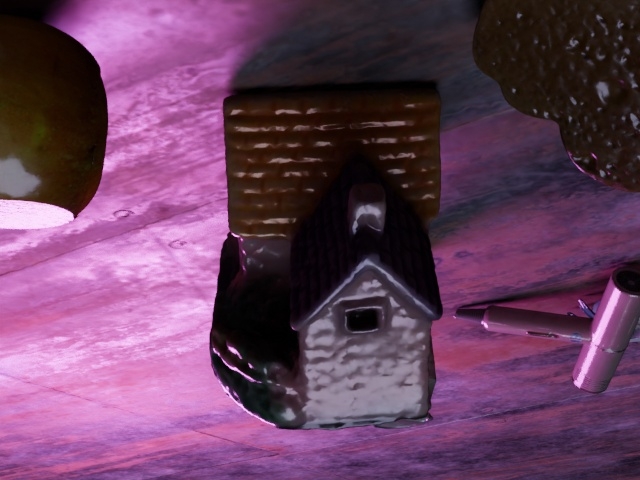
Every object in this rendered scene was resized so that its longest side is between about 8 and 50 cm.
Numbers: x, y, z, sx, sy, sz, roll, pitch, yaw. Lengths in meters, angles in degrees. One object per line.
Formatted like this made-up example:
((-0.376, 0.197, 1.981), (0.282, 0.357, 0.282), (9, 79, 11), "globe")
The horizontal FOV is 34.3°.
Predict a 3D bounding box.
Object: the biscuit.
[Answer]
((0.261, -0.110, 0.713), (0.320, 0.047, 0.183), (8, 134, 31), "biscuit")

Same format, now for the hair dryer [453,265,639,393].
((0.289, 0.090, 1.328), (0.220, 0.053, 0.195), (18, 135, 10), "hair dryer")

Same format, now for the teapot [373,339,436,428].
((0.070, 0.106, 1.153), (0.107, 0.200, 0.077), (10, 153, -30), "teapot")

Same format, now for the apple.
((-0.234, -0.087, 0.757), (0.147, 0.146, 0.163), (-1, 170, -21), "apple")

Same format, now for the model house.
((0.000, 0.000, 0.894), (0.202, 0.237, 0.237), (2, 129, 2), "model house")

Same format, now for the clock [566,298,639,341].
((0.403, 0.101, 1.376), (0.135, 0.041, 0.101), (1, 156, -7), "clock")
